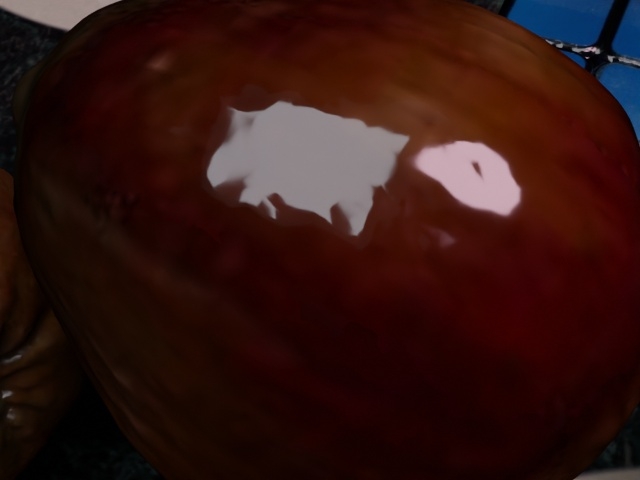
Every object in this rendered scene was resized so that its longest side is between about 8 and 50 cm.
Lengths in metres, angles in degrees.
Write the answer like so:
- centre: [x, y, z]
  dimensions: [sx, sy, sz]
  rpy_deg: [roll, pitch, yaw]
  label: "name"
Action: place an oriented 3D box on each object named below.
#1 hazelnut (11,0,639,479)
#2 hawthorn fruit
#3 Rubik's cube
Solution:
- centre: [0.000, 0.000, 0.752]
  dimensions: [0.353, 0.421, 0.421]
  rpy_deg: [-50, 59, 6]
  label: "hazelnut"
- centre: [-0.293, 0.057, 0.847]
  dimensions: [0.261, 0.258, 0.258]
  rpy_deg: [17, 54, 18]
  label: "hawthorn fruit"
- centre: [0.210, -0.081, 0.964]
  dimensions: [0.183, 0.180, 0.167]
  rpy_deg: [19, 54, 15]
  label: "Rubik's cube"
